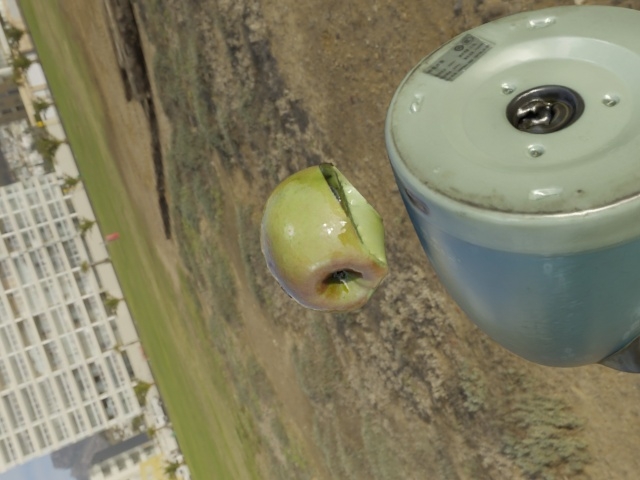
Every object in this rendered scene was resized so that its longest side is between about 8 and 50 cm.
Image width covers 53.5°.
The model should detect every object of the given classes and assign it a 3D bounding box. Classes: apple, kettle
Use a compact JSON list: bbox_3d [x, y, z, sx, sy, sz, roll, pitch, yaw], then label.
[{"bbox_3d":[0.000,0.000,0.899,0.188,0.174,0.207,-92,8,-55],"label":"apple"},{"bbox_3d":[0.202,-0.027,0.626,0.319,0.247,0.342,50,171,41],"label":"kettle"}]
